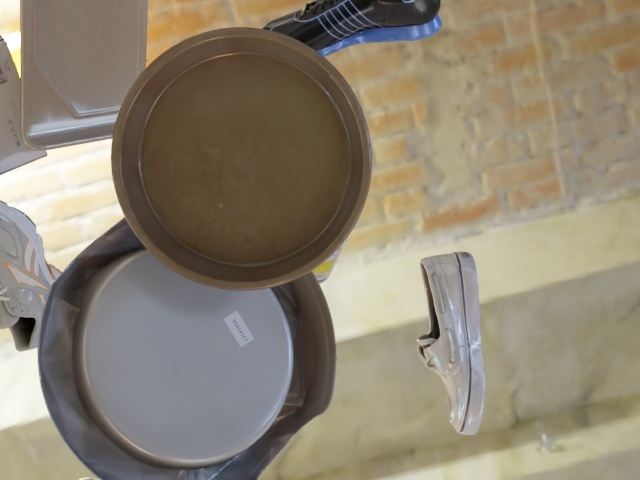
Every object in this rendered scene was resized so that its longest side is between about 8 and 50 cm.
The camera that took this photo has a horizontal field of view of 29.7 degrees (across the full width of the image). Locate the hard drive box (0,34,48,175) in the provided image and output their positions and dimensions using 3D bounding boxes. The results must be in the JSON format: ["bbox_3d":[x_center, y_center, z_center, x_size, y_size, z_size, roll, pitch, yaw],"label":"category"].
[{"bbox_3d":[-0.506,-0.158,1.599,0.232,0.181,0.089,-25,-146,-18],"label":"hard drive box"}]

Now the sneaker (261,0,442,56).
[{"bbox_3d":[0.032,-0.288,1.494,0.232,0.090,0.081,-9,-143,7],"label":"sneaker"}]

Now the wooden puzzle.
[{"bbox_3d":[-0.321,-0.252,1.632,0.044,0.238,0.221,11,-162,36],"label":"wooden puzzle"}]

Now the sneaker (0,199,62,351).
[{"bbox_3d":[-0.428,0.051,1.646,0.099,0.262,0.121,-2,-132,27],"label":"sneaker"}]

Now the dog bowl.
[{"bbox_3d":[-0.158,0.130,1.371,0.349,0.348,0.102,-27,-179,-28],"label":"dog bowl"}]

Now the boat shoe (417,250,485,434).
[{"bbox_3d":[0.185,0.151,1.755,0.088,0.267,0.096,-4,-172,-8],"label":"boat shoe"}]

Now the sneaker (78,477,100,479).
[{"bbox_3d":[-0.274,0.472,1.946,0.169,0.292,0.108,-13,-142,6],"label":"sneaker"}]

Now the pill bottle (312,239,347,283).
[{"bbox_3d":[0.000,0.000,1.601,0.065,0.116,0.065,13,-136,-13],"label":"pill bottle"}]

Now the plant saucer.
[{"bbox_3d":[-0.083,-0.086,1.285,0.278,0.277,0.041,-13,-176,6],"label":"plant saucer"}]
